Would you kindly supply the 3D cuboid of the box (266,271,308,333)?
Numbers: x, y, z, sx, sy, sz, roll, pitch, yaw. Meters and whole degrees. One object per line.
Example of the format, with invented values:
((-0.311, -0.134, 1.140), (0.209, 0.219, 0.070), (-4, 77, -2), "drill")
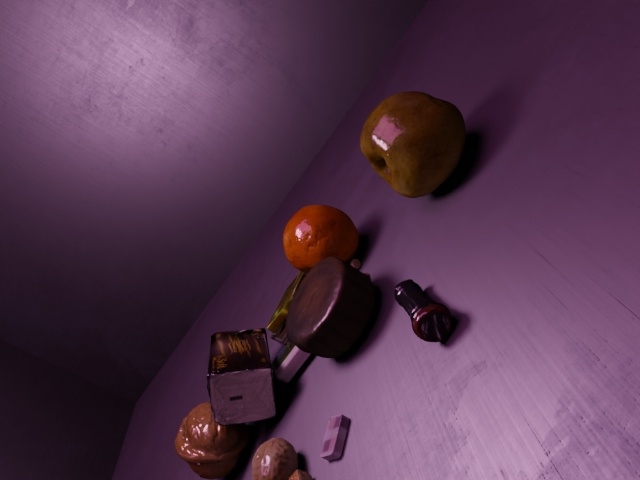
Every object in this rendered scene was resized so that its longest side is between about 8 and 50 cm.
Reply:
((-0.102, 0.203, 2.110), (0.173, 0.043, 0.311), (-52, 5, 25), "box")

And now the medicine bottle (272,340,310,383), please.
((-0.068, 0.345, 1.829), (0.219, 0.078, 0.115), (-54, 14, 12), "medicine bottle")

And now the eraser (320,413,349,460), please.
((0.035, 0.484, 1.397), (0.065, 0.026, 0.105), (-41, 24, 49), "eraser")

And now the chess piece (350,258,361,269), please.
((0.096, 0.096, 1.894), (0.092, 0.035, 0.035), (-43, 22, 48), "chess piece")

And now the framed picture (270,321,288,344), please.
((-0.090, 0.258, 2.004), (0.232, 0.024, 0.315), (-56, 5, -12), "framed picture")

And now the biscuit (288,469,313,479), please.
((-0.042, 0.621, 1.320), (0.052, 0.056, 0.188), (-49, 18, 18), "biscuit")

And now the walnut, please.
((-0.350, 0.651, 1.850), (0.257, 0.257, 0.224), (-143, 50, -73), "walnut")

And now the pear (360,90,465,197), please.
((0.282, -0.289, 1.661), (0.304, 0.304, 0.304), (-50, 19, 24), "pear")

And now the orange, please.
((0.000, 0.000, 1.945), (0.261, 0.261, 0.261), (-50, 19, 24), "orange")

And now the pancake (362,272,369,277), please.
((0.117, 0.149, 1.781), (0.115, 0.011, 0.115), (-51, 18, 25), "pancake")

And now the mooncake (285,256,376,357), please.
((0.032, 0.203, 1.654), (0.290, 0.161, 0.290), (-46, 26, 31), "mooncake")

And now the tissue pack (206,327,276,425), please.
((-0.263, 0.444, 1.874), (0.370, 0.210, 0.198), (-130, 39, -75), "tissue pack")

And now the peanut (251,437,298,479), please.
((-0.125, 0.627, 1.421), (0.298, 0.120, 0.136), (-81, -9, -50), "peanut")

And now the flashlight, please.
((0.234, 0.160, 1.338), (0.093, 0.093, 0.232), (-56, 13, 6), "flashlight")
